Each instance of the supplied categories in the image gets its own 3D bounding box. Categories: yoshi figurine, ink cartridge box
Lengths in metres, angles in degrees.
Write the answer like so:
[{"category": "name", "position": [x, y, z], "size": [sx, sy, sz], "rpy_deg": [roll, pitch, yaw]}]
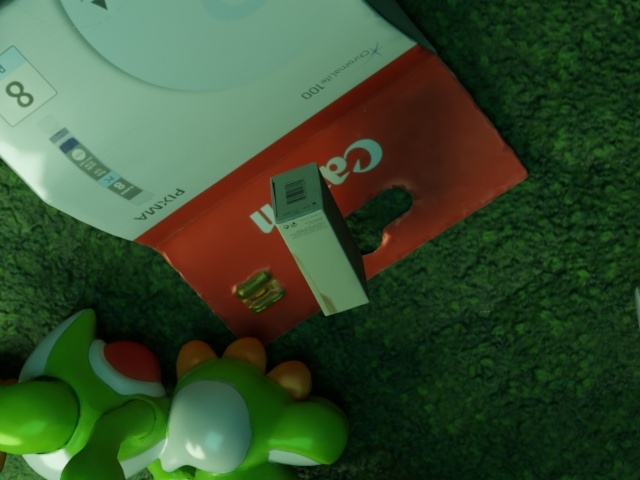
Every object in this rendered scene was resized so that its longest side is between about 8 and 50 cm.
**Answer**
[{"category": "yoshi figurine", "position": [-0.158, 0.201, 1.282], "size": [0.362, 0.203, 0.203], "rpy_deg": [3, 128, 6]}, {"category": "ink cartridge box", "position": [-0.066, -0.092, 1.163], "size": [0.308, 0.091, 0.385], "rpy_deg": [-33, 112, 21]}]

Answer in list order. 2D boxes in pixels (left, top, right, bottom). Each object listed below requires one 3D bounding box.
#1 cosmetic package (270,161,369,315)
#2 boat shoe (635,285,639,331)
[{"category": "cosmetic package", "position": [0.000, 0.000, 1.187], "size": [0.041, 0.060, 0.115], "rpy_deg": [-18, 132, 9]}, {"category": "boat shoe", "position": [0.328, 0.136, 1.225], "size": [0.084, 0.095, 0.258], "rpy_deg": [-19, 118, 12]}]
